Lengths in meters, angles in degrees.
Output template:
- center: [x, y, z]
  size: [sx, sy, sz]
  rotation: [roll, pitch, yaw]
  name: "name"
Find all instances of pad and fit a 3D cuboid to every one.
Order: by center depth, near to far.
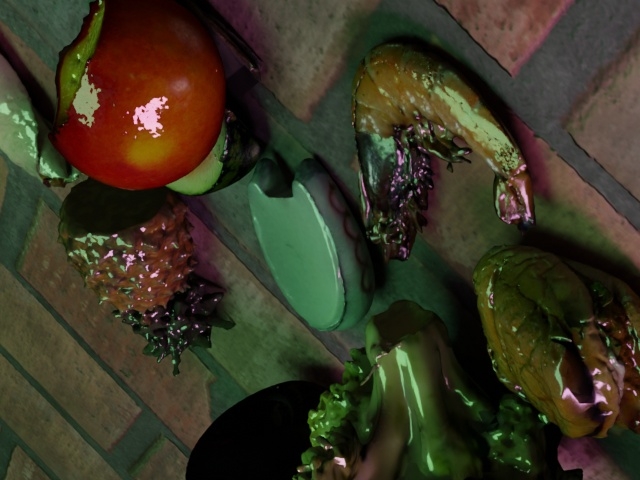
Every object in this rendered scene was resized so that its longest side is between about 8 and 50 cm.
- center: [-0.155, -0.202, 2.002]
  size: [0.174, 0.022, 0.233]
  rotation: [44, 156, -4]
  name: "pad"

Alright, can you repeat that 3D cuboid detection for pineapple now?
- center: [-0.212, 0.060, 2.315]
  size: [0.169, 0.169, 0.340]
  rotation: [29, 152, 33]
  name: "pineapple"

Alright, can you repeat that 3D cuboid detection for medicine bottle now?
- center: [0.025, 0.373, 2.308]
  size: [0.242, 0.242, 0.395]
  rotation: [9, 144, 52]
  name: "medicine bottle"

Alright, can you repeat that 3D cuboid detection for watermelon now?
- center: [-0.142, -0.109, 2.054]
  size: [0.245, 0.063, 0.119]
  rotation: [5, 125, 58]
  name: "watermelon"

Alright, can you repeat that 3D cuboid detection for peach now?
- center: [-0.200, -0.161, 1.880]
  size: [0.196, 0.190, 0.226]
  rotation: [32, 163, 36]
  name: "peach"

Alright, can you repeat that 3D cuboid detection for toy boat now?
- center: [0.000, 0.000, 2.021]
  size: [0.134, 0.079, 0.207]
  rotation: [-2, 115, 48]
  name: "toy boat"

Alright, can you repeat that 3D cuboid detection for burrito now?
- center: [-0.437, -0.220, 2.356]
  size: [0.117, 0.076, 0.392]
  rotation: [-11, 120, 53]
  name: "burrito"

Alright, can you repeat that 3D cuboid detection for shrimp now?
- center: [0.115, -0.056, 1.762]
  size: [0.222, 0.054, 0.290]
  rotation: [35, 145, 24]
  name: "shrimp"

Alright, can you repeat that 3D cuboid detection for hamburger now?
- center: [0.226, 0.101, 1.741]
  size: [0.206, 0.130, 0.183]
  rotation: [24, 143, 43]
  name: "hamburger"

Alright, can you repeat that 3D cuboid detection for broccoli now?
- center: [0.117, 0.201, 1.934]
  size: [0.293, 0.348, 0.280]
  rotation: [-10, 120, 9]
  name: "broccoli"
